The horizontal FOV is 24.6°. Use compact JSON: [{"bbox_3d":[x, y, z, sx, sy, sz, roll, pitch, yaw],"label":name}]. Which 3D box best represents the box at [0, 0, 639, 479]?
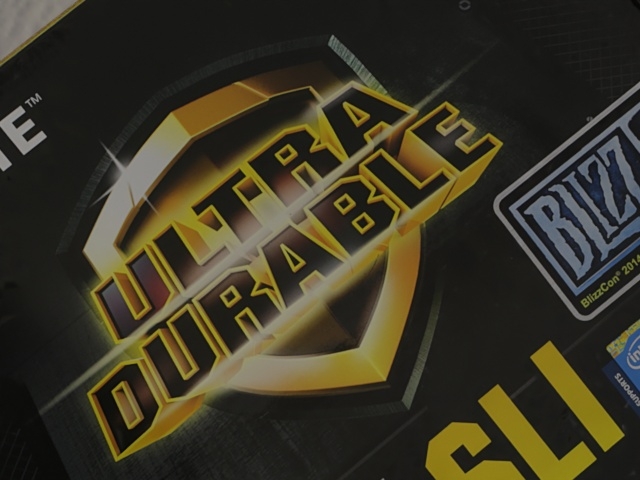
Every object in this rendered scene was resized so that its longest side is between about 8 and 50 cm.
[{"bbox_3d":[-0.006,0.019,0.522,0.322,0.079,0.257,-39,-85,-6],"label":"box"}]
